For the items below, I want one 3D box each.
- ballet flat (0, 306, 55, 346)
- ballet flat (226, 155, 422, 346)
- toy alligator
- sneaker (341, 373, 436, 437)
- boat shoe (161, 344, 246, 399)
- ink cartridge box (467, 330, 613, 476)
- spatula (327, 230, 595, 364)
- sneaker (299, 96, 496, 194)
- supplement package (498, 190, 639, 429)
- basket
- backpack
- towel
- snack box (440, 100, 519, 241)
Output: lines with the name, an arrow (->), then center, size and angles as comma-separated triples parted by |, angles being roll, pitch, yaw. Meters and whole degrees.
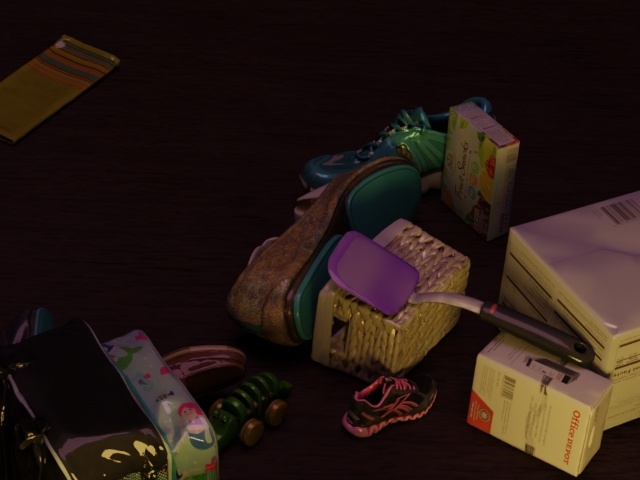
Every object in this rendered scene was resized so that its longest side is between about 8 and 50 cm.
ballet flat -> -0.313, 0.156, 1.780 | 0.074, 0.074, 0.203 | -2, 44, -7
ballet flat -> 0.000, 0.000, 1.972 | 0.123, 0.123, 0.348 | 19, 40, 19
toy alligator -> -0.092, 0.184, 1.764 | 0.056, 0.051, 0.189 | 28, 44, 29
sneaker -> 0.077, 0.163, 1.801 | 0.119, 0.057, 0.047 | -23, 42, -32
boat shoe -> -0.161, 0.159, 1.783 | 0.178, 0.064, 0.060 | -14, 50, -3
ink cartridge box -> 0.228, 0.169, 1.770 | 0.135, 0.099, 0.056 | 25, 41, 24
spatula -> 0.147, 0.069, 1.780 | 0.296, 0.030, 0.084 | 20, 45, 16
sneaker -> 0.097, -0.116, 2.125 | 0.275, 0.110, 0.107 | -17, 42, -24
supplement package -> 0.360, 0.065, 1.878 | 0.262, 0.145, 0.204 | -15, 41, -24
basket -> 0.080, 0.073, 1.877 | 0.103, 0.113, 0.167 | 28, 44, 23
backpack -> -0.202, 0.218, 1.550 | 0.191, 0.253, 0.225 | -13, 37, -27
towel -> -0.376, -0.205, 2.278 | 0.102, 0.021, 0.237 | 21, 41, 23
snack box -> 0.192, -0.084, 2.063 | 0.037, 0.141, 0.100 | -18, 42, -25
